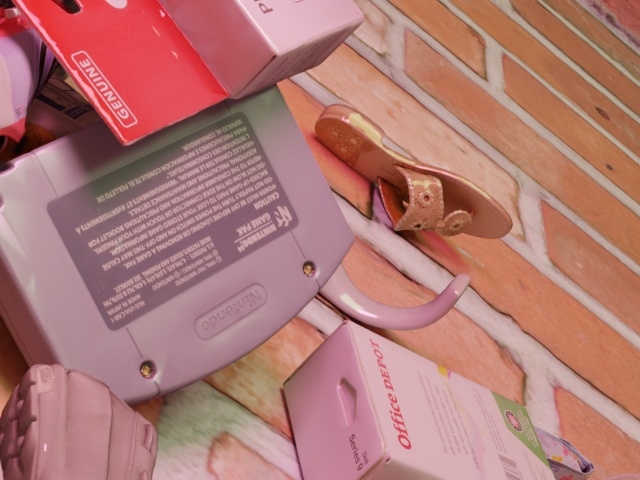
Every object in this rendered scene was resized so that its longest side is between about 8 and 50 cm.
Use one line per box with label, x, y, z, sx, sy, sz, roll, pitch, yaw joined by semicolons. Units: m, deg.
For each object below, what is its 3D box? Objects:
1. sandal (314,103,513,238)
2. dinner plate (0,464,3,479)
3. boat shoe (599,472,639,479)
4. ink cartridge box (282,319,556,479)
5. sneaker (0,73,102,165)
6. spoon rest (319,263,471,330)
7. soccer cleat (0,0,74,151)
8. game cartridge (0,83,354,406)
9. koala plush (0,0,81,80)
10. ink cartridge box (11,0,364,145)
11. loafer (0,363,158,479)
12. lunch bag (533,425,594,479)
sandal;0.086;-0.047;1.633;0.240;0.088;0.079;34;56;-4
dinner plate;-0.185;0.141;0.810;0.017;0.141;0.141;-2;46;-26
boat shoe;0.261;0.310;1.253;0.096;0.117;0.324;59;14;-19
ink cartridge box;0.086;0.176;1.220;0.212;0.093;0.154;29;27;-33
sneaker;-0.191;-0.081;1.189;0.296;0.112;0.131;20;33;-43
spoon rest;0.000;0.000;1.415;0.276;0.084;0.137;32;22;7
soccer cleat;-0.224;-0.106;1.039;0.248;0.083;0.095;-63;141;-70
game cartridge;-0.109;-0.001;1.096;0.297;0.062;0.198;-31;100;-43
koala plush;-0.269;-0.243;1.264;0.221;0.203;0.196;26;63;-53
ink cartridge box;-0.134;-0.231;1.107;0.296;0.066;0.261;52;36;4
loafer;-0.126;0.190;0.850;0.111;0.112;0.319;23;30;-22
lunch bag;0.192;0.208;1.356;0.083;0.071;0.053;27;26;-26
